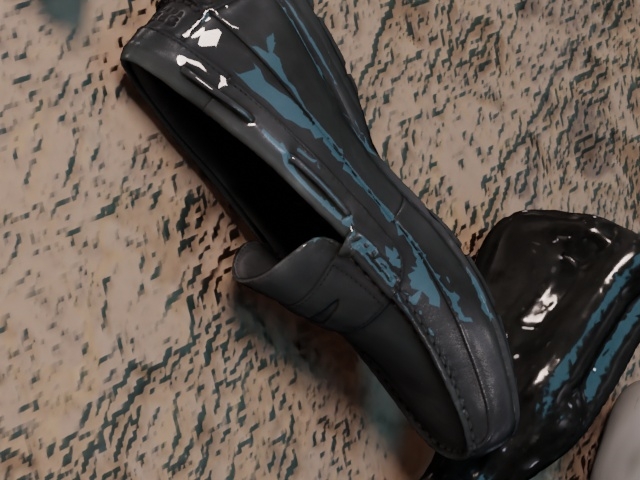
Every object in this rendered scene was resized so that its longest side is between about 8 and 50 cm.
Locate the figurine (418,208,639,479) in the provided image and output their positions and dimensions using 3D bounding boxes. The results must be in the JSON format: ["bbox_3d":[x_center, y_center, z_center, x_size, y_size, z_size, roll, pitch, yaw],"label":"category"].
[{"bbox_3d":[0.109,0.131,0.819,0.215,0.092,0.209,49,62,-35],"label":"figurine"}]

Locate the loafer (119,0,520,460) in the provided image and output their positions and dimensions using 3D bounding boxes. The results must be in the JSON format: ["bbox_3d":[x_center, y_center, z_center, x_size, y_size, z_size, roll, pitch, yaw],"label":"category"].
[{"bbox_3d":[0.000,0.000,0.698,0.078,0.076,0.223,-40,106,-27],"label":"loafer"}]
